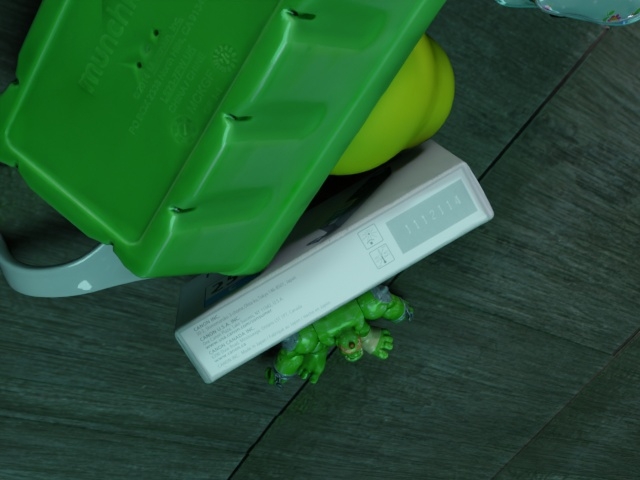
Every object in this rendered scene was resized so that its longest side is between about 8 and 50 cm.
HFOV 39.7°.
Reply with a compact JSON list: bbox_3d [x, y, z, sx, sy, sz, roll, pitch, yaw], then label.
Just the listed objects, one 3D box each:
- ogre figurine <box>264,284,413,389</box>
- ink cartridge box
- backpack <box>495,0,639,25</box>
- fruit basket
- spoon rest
[{"bbox_3d":[0.020,0.110,1.075,0.197,0.097,0.118,-9,153,2],"label":"ogre figurine"},{"bbox_3d":[0.000,0.000,0.888,0.296,0.261,0.066,-30,105,2],"label":"ink cartridge box"},{"bbox_3d":[0.247,-0.277,0.795,0.188,0.144,0.166,0,124,-29],"label":"backpack"},{"bbox_3d":[-0.039,-0.161,0.735,0.392,0.283,0.392,-51,173,-9],"label":"fruit basket"},{"bbox_3d":[-0.182,-0.005,0.877,0.276,0.084,0.137,-17,135,-9],"label":"spoon rest"}]
